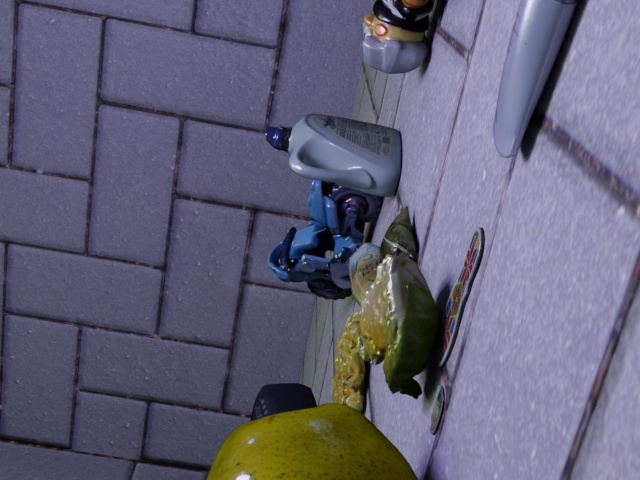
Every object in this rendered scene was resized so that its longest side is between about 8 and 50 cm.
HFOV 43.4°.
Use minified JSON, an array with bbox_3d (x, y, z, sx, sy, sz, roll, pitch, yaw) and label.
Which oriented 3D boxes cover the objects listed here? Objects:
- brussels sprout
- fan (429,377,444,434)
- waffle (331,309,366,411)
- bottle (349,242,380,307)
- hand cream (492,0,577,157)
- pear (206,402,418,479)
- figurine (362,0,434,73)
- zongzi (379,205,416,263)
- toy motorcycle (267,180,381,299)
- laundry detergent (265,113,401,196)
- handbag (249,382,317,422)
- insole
[{"bbox_3d":[0.104,0.108,1.030,0.139,0.100,0.181,-107,28,-74],"label":"brussels sprout"},{"bbox_3d":[0.141,0.192,0.973,0.060,0.003,0.080,106,173,-57],"label":"fan"},{"bbox_3d":[0.059,0.276,1.658,0.250,0.056,0.261,105,170,-65],"label":"waffle"},{"bbox_3d":[0.093,0.087,1.378,0.269,0.083,0.083,-89,9,-67],"label":"bottle"},{"bbox_3d":[0.201,-0.195,0.736,0.079,0.048,0.255,-76,-4,-51],"label":"hand cream"},{"bbox_3d":[-0.009,0.339,0.904,0.294,0.294,0.294,-170,90,-87],"label":"pear"},{"bbox_3d":[0.152,-0.418,1.467,0.176,0.133,0.236,-81,6,-54],"label":"figurine"},{"bbox_3d":[0.137,-0.014,1.308,0.104,0.052,0.113,149,144,-75],"label":"zongzi"},{"bbox_3d":[0.000,0.000,1.913,0.416,0.232,0.172,105,177,-49],"label":"toy motorcycle"},{"bbox_3d":[0.022,-0.183,1.663,0.215,0.281,0.105,-86,8,-53],"label":"laundry detergent"},{"bbox_3d":[-0.082,0.486,1.662,0.302,0.178,0.275,-117,41,-51],"label":"handbag"},{"bbox_3d":[0.162,0.069,0.946,0.065,0.006,0.193,-86,6,-57],"label":"insole"}]
